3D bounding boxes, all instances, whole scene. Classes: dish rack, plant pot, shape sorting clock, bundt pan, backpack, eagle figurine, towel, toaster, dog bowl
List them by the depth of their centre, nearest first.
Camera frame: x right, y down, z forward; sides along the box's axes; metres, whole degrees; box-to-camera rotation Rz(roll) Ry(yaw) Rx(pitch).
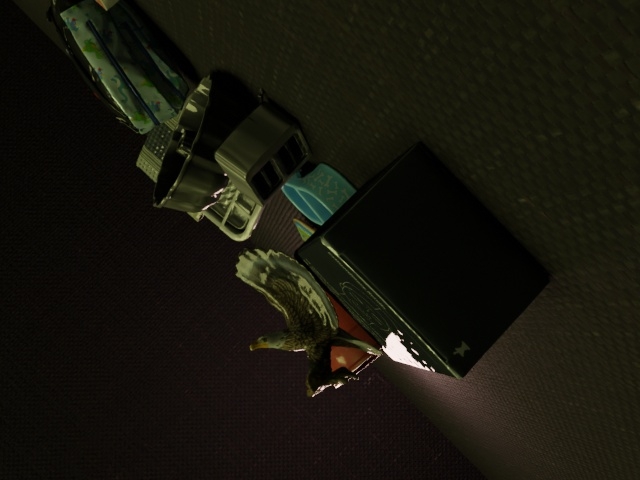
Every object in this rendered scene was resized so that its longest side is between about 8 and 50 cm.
[{"bbox_3d":[-0.042,0.151,1.419,0.226,0.225,0.299,-30,72,41],"label":"eagle figurine"},{"bbox_3d":[-0.120,-0.185,1.522,0.110,0.168,0.186,37,169,27],"label":"toaster"},{"bbox_3d":[0.002,-0.098,1.639,0.166,0.074,0.297,49,170,-25],"label":"dog bowl"},{"bbox_3d":[0.060,0.144,1.642,0.265,0.272,0.272,51,172,12],"label":"plant pot"},{"bbox_3d":[-0.267,-0.208,1.677,0.124,0.331,0.331,22,179,-21],"label":"bundt pan"},{"bbox_3d":[-0.498,-0.447,1.837,0.290,0.273,0.356,141,108,-79],"label":"backpack"},{"bbox_3d":[-0.244,-0.193,1.862,0.332,0.286,0.072,38,-149,19],"label":"dish rack"},{"bbox_3d":[0.000,0.000,2.149,0.206,0.040,0.206,40,169,9],"label":"shape sorting clock"},{"bbox_3d":[-0.440,-0.265,2.370,0.324,0.312,0.056,43,-145,12],"label":"towel"}]

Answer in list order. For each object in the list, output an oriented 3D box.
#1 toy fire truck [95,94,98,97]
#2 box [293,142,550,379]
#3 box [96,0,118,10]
[{"bbox_3d":[-0.586,-0.527,2.136,0.302,0.169,0.254,64,-175,-73],"label":"toy fire truck"},{"bbox_3d":[0.143,0.044,1.234,0.293,0.212,0.395,46,171,-3],"label":"box"},{"bbox_3d":[-0.493,-0.604,1.546,0.130,0.091,0.170,42,169,18],"label":"box"}]
